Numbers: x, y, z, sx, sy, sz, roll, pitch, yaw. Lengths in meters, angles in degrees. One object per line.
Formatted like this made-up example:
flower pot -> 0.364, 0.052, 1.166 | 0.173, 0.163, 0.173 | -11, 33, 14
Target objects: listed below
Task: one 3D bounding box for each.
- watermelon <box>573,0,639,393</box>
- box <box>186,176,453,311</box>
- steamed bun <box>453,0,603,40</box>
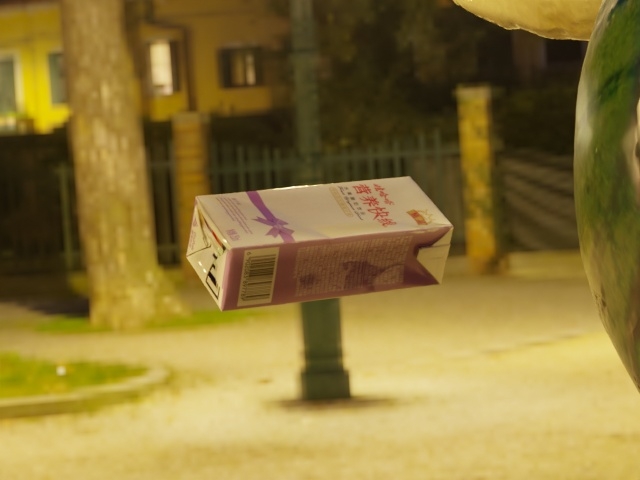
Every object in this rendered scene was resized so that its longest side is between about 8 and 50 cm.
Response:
watermelon -> 0.093, -0.026, 0.343 | 0.092, 0.181, 0.075 | 8, -15, 23
box -> 0.000, 0.000, 0.788 | 0.117, 0.036, 0.050 | -8, 36, -26
steamed bun -> 0.145, -0.165, 0.757 | 0.155, 0.141, 0.172 | -4, 21, -24
